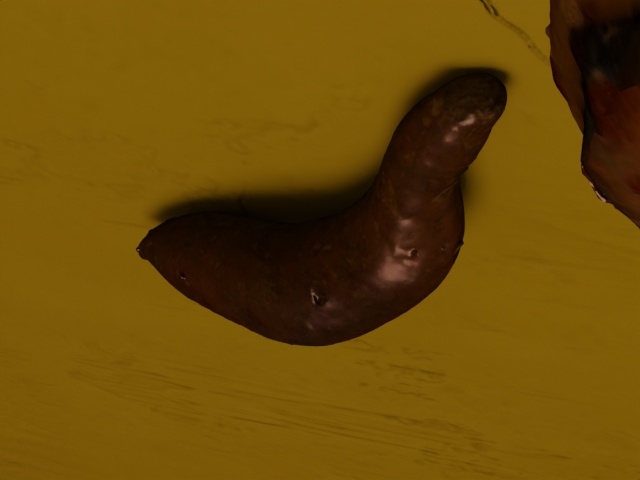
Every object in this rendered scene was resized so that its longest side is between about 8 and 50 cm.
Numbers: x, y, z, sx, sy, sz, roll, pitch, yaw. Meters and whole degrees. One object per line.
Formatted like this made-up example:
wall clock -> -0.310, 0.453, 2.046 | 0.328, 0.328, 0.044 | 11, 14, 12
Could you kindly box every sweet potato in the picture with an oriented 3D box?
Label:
sweet potato -> 0.007, 0.004, 0.819 | 0.108, 0.079, 0.346 | 43, 145, -17

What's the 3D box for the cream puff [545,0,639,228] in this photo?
cream puff -> 0.185, -0.069, 0.450 | 0.240, 0.164, 0.240 | 6, 163, 2
